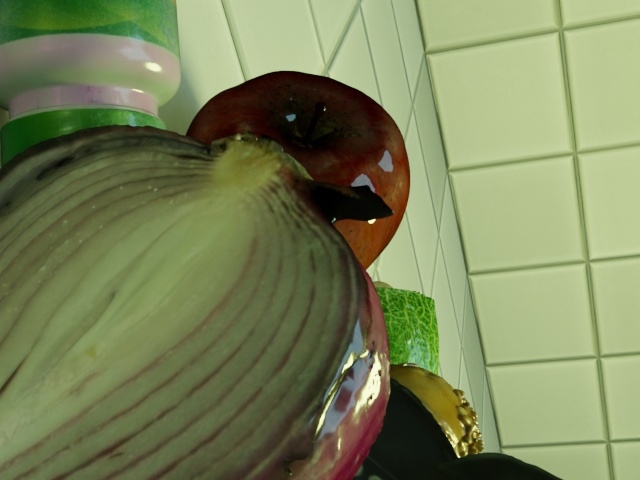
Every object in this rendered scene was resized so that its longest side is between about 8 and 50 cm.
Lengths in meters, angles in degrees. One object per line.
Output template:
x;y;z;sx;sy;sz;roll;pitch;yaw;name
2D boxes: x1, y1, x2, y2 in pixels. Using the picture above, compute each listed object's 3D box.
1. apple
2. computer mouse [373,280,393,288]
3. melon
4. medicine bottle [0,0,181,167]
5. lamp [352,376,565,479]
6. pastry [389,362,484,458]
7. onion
-0.023;-0.052;0.882;0.234;0.234;0.233;-7;90;-74;apple
0.079;0.168;1.408;0.236;0.082;0.145;-75;154;-49;computer mouse
0.053;0.223;1.184;0.124;0.196;0.323;123;-28;-69;melon
-0.163;-0.167;0.603;0.133;0.134;0.274;14;70;-73;medicine bottle
-0.024;0.222;0.635;0.205;0.374;0.272;-47;155;-42;lamp
0.066;0.274;0.976;0.311;0.162;0.255;-28;135;-49;pastry
-0.120;0.107;0.457;0.349;0.267;0.159;-44;138;-16;onion
